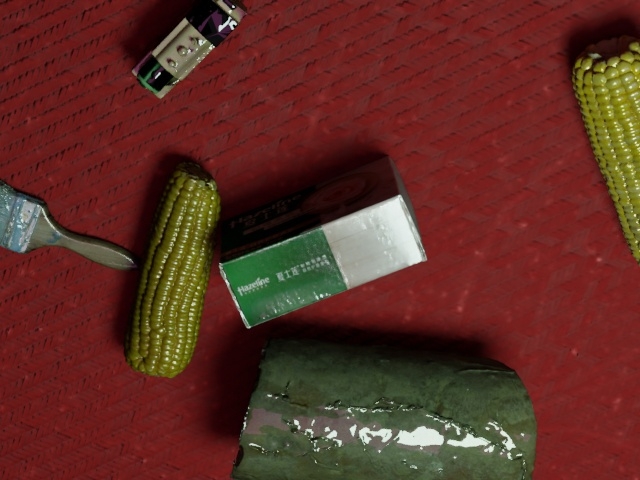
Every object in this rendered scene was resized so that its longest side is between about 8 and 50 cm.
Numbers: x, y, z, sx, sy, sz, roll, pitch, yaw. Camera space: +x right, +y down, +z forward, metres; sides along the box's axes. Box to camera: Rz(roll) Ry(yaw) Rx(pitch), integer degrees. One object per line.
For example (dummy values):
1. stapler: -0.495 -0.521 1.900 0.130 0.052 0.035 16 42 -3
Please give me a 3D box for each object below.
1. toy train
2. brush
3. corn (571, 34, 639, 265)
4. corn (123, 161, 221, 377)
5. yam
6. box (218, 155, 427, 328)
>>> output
1. toy train: -0.130 -0.195 1.650 0.050 0.087 0.138 43 102 -13
2. brush: -0.274 -0.006 1.751 0.196 0.021 0.070 21 107 -12
3. corn: 0.324 -0.090 1.706 0.093 0.093 0.244 -19 114 4
4. corn: -0.149 0.035 1.738 0.080 0.080 0.231 14 109 -7
5. yam: 0.063 0.190 1.760 0.304 0.168 0.168 5 110 -5
6. box: 0.000 0.000 1.702 0.199 0.135 0.081 -20 110 4
